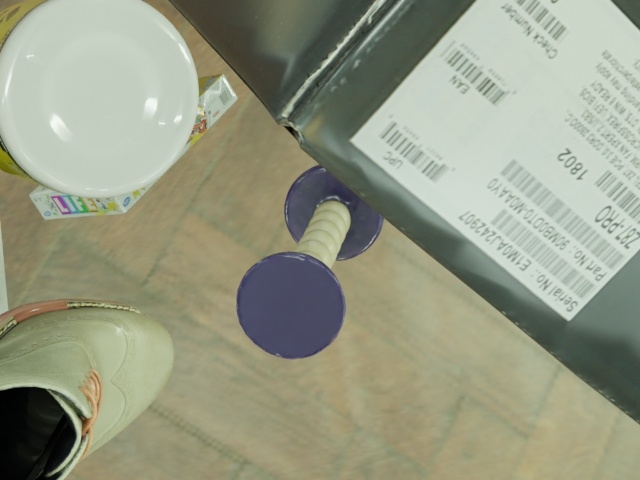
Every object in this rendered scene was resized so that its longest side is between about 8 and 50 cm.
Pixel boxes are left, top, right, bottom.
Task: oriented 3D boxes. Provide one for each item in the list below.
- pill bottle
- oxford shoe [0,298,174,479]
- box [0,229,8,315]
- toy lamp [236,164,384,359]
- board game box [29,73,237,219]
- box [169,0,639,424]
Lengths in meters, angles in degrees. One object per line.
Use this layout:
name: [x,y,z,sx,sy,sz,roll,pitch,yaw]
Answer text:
pill bottle: [-0.160,-0.091,0.949,0.119,0.208,0.119,-2,96,-22]
oxford shoe: [-0.208,0.136,1.121,0.397,0.146,0.141,-26,114,-58]
box: [-0.406,0.057,1.186,0.345,0.168,0.215,-41,134,-62]
toy lamp: [0.000,0.000,1.088,0.080,0.275,0.080,2,106,7]
board game box: [-0.149,-0.075,1.232,0.154,0.103,0.026,-50,121,-36]
box: [0.098,-0.018,0.547,0.395,0.318,0.097,37,100,-32]
